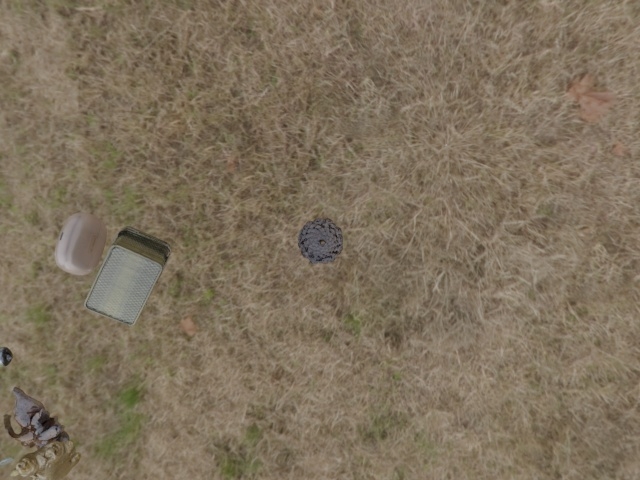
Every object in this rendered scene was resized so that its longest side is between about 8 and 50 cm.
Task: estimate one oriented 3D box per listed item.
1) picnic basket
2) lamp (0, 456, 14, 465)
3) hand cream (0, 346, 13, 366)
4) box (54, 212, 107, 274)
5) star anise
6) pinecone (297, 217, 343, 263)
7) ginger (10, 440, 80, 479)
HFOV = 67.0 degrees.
[{"bbox_3d":[-0.575,0.105,1.457,0.165,0.139,0.267,26,109,-16],"label":"picnic basket"},{"bbox_3d":[-1.122,0.775,1.642,0.050,0.198,0.056,-33,71,0],"label":"lamp"},{"bbox_3d":[-1.019,0.345,1.404,0.234,0.055,0.087,-4,115,-9],"label":"hand cream"},{"bbox_3d":[-0.768,0.011,1.555,0.088,0.146,0.201,2,72,28],"label":"box"},{"bbox_3d":[-0.966,0.645,1.641,0.349,0.109,0.293,32,119,15],"label":"star anise"},{"bbox_3d":[0.000,0.002,1.419,0.140,0.121,0.141,0,84,4],"label":"pinecone"},{"bbox_3d":[-0.742,0.602,1.322,0.074,0.137,0.213,31,149,23],"label":"ginger"}]
